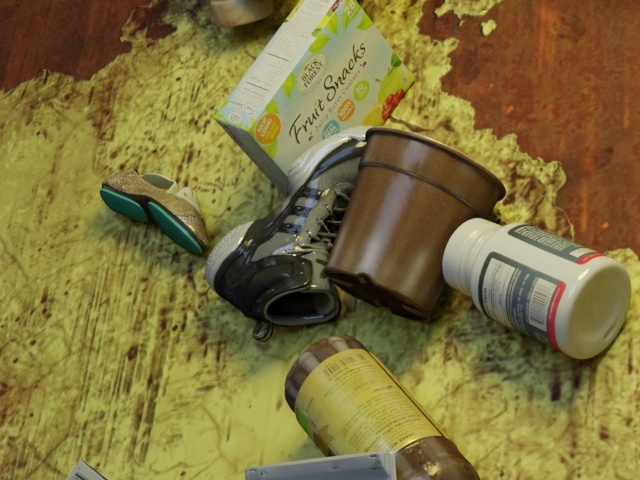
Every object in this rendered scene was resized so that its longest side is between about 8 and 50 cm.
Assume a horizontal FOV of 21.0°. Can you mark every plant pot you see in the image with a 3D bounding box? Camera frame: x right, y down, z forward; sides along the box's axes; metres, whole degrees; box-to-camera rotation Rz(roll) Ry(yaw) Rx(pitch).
[{"bbox_3d":[0.093,-0.012,1.861,0.167,0.167,0.165,15,76,40],"label":"plant pot"}]

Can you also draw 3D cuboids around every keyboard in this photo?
[{"bbox_3d":[-0.002,0.256,1.734,0.256,0.014,0.072,-17,81,53],"label":"keyboard"}]

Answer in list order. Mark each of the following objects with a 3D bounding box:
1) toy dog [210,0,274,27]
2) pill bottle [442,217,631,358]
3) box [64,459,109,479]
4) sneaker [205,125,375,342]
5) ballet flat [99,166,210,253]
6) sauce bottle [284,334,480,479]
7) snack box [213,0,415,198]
[{"bbox_3d":[-0.023,-0.365,2.190,0.333,0.220,0.161,23,41,34],"label":"toy dog"},{"bbox_3d":[0.217,0.042,1.765,0.180,0.108,0.108,26,75,42],"label":"pill bottle"},{"bbox_3d":[-0.237,0.325,1.833,0.072,0.137,0.126,27,75,41],"label":"box"},{"bbox_3d":[0.000,0.000,1.948,0.268,0.101,0.153,-43,46,6],"label":"sneaker"},{"bbox_3d":[-0.192,-0.046,2.128,0.206,0.073,0.067,28,62,39],"label":"ballet flat"},{"bbox_3d":[0.085,0.229,1.711,0.111,0.111,0.344,-42,44,0],"label":"sauce bottle"},{"bbox_3d":[-0.005,-0.167,2.016,0.070,0.174,0.207,22,71,43],"label":"snack box"}]
